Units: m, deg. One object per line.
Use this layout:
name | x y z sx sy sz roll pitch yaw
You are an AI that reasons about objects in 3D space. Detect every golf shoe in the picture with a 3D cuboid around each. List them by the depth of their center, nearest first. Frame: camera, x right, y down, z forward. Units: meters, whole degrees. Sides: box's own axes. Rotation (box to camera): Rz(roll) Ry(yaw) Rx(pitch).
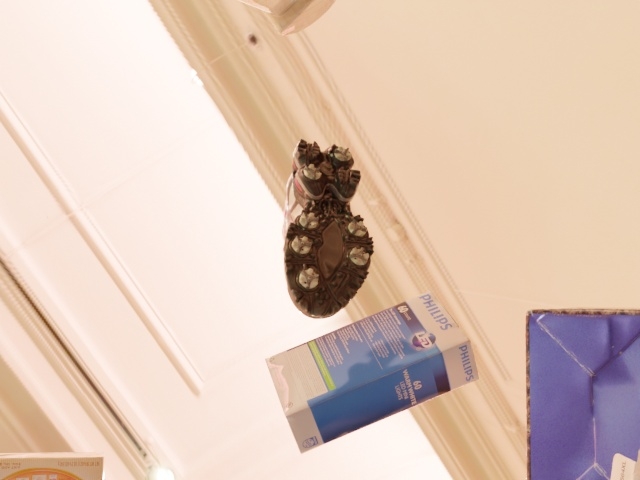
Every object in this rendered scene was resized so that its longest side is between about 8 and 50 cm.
golf shoe | 0.000 0.000 0.956 0.105 0.120 0.273 13 -134 -10

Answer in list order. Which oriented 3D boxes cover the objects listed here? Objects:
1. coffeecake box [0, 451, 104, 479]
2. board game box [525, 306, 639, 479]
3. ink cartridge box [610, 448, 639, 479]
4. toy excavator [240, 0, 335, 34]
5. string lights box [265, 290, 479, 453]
coffeecake box | -0.337 0.352 0.926 0.142 0.068 0.186 3 -100 -14
board game box | 0.350 0.195 0.925 0.291 0.141 0.232 9 -100 -61
ink cartridge box | 0.301 0.230 0.613 0.143 0.090 0.092 6 -89 25
toy excavator | -0.091 -0.412 0.929 0.433 0.445 0.222 -23 -105 -38
string lights box | 0.067 0.175 1.059 0.259 0.133 0.077 -21 -59 -5
